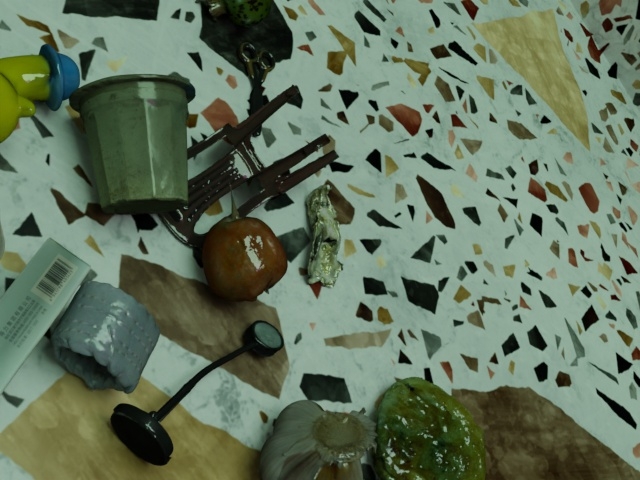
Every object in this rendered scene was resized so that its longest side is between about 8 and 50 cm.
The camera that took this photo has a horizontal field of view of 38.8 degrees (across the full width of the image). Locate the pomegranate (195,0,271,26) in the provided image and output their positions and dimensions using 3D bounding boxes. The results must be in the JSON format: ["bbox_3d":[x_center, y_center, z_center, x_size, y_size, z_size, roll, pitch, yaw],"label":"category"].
[{"bbox_3d":[-0.173,-0.490,1.856,0.162,0.122,0.122,-17,75,-4],"label":"pomegranate"}]

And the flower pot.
[{"bbox_3d":[-0.305,-0.149,1.513,0.212,0.212,0.202,-1,82,-38],"label":"flower pot"}]

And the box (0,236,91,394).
[{"bbox_3d":[-0.438,0.132,1.276,0.079,0.135,0.269,37,48,-12],"label":"box"}]

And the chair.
[{"bbox_3d":[-0.142,-0.132,1.668,0.326,0.183,0.175,-34,90,1],"label":"chair"}]

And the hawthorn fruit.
[{"bbox_3d":[-0.135,0.016,1.567,0.149,0.149,0.189,-1,72,-38],"label":"hawthorn fruit"}]

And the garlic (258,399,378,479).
[{"bbox_3d":[0.032,0.358,1.481,0.257,0.207,0.207,19,56,-39],"label":"garlic"}]

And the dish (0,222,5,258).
[{"bbox_3d":[-0.568,-0.010,1.289,0.229,0.081,0.229,17,55,-26],"label":"dish"}]

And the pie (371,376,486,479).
[{"bbox_3d":[0.206,0.383,1.681,0.277,0.078,0.277,19,57,-32],"label":"pie"}]

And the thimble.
[{"bbox_3d":[-0.320,0.146,1.346,0.151,0.127,0.117,57,46,-41],"label":"thimble"}]

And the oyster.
[{"bbox_3d":[0.002,0.000,1.762,0.106,0.061,0.199,44,47,-35],"label":"oyster"}]

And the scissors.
[{"bbox_3d":[-0.129,-0.302,1.838,0.088,0.017,0.220,18,56,-34],"label":"scissors"}]

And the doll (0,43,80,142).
[{"bbox_3d":[-0.519,-0.231,1.410,0.199,0.145,0.363,21,31,13],"label":"doll"}]

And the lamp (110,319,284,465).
[{"bbox_3d":[-0.198,0.233,1.473,0.130,0.108,0.371,41,32,3],"label":"lamp"}]
